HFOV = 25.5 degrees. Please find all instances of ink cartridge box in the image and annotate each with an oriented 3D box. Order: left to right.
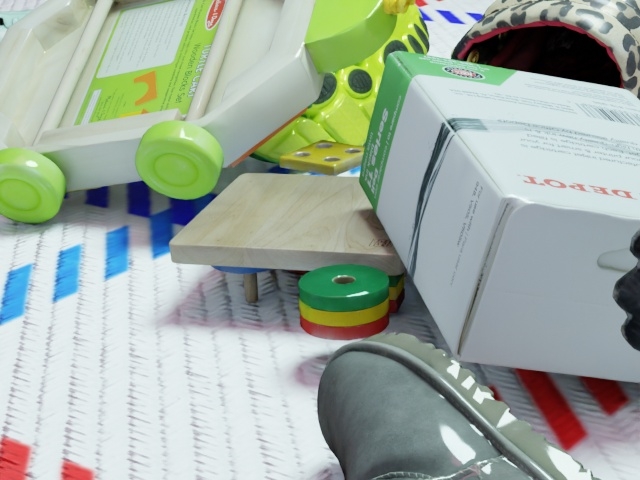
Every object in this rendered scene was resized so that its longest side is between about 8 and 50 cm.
[{"bbox_3d":[0.119,-0.015,0.720,0.153,0.087,0.208,8,23,-15],"label":"ink cartridge box"}]

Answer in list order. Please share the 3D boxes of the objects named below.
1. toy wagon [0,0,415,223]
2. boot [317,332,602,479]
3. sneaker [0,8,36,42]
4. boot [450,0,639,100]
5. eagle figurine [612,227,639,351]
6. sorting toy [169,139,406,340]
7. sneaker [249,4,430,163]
[{"bbox_3d":[-0.085,-0.132,0.992,0.344,0.068,0.267,-7,44,21],"label":"toy wagon"},{"bbox_3d":[-0.019,0.110,0.506,0.208,0.076,0.190,-20,23,-25],"label":"boot"},{"bbox_3d":[-0.254,-0.153,1.222,0.151,0.094,0.256,-4,9,-20],"label":"sneaker"},{"bbox_3d":[0.197,-0.174,1.079,0.284,0.138,0.377,-47,13,-26],"label":"boot"},{"bbox_3d":[0.291,0.028,0.515,0.225,0.226,0.298,-36,38,-24],"label":"eagle figurine"},{"bbox_3d":[0.000,0.000,0.829,0.132,0.046,0.274,3,21,15],"label":"sorting toy"},{"bbox_3d":[-0.005,-0.126,1.144,0.123,0.109,0.295,-25,11,33],"label":"sneaker"}]
